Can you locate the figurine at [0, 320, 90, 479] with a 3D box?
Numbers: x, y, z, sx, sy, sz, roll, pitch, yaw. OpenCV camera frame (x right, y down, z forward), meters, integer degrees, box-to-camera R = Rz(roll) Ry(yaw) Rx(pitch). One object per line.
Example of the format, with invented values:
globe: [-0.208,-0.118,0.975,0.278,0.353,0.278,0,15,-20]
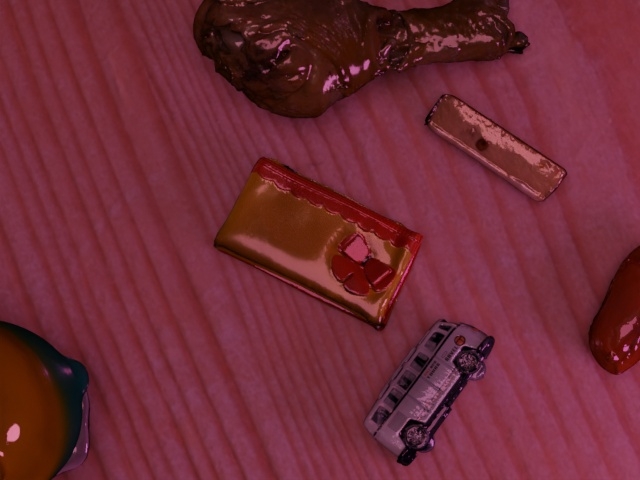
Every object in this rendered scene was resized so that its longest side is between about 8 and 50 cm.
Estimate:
figurine: [-0.388,0.201,1.796,0.231,0.340,0.324,-26,84,0]

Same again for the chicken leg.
chicken leg: [0.056,-0.260,1.932,0.429,0.153,0.201,-5,75,-5]

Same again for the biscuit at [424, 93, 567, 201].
biscuit: [0.221,-0.117,1.947,0.188,0.052,0.056,34,99,7]

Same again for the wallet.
wallet: [0.000,0.000,1.938,0.241,0.067,0.141,26,83,6]

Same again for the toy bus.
toy bus: [0.134,0.182,1.901,0.089,0.087,0.194,35,87,16]

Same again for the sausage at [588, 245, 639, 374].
sausage: [0.391,0.081,1.903,0.089,0.089,0.179,31,82,6]
